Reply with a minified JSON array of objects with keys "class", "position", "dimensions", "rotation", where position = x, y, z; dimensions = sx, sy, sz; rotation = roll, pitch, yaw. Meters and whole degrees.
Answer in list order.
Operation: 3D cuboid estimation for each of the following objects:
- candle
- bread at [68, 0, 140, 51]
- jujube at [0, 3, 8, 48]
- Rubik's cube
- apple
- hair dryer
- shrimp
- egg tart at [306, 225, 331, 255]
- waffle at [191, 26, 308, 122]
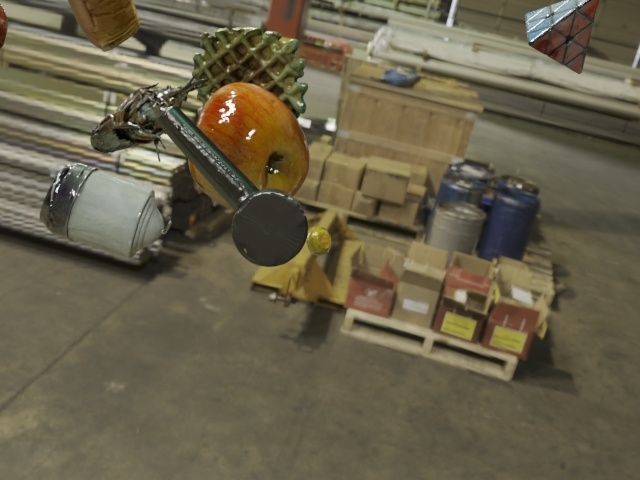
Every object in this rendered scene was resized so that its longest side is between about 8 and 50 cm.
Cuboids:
[{"class":"candle","position":[-0.585,-0.072,1.999],"dimensions":[0.343,0.221,0.221],"rotation":[21,20,-6]},{"class":"bread","position":[-0.436,-0.505,1.368],"dimensions":[0.120,0.288,0.152],"rotation":[-20,69,-7]},{"class":"jujube","position":[-0.762,-0.413,1.466],"dimensions":[0.174,0.251,0.174],"rotation":[50,15,-18]},{"class":"Rubik's cube","position":[0.547,-0.532,1.770],"dimensions":[0.191,0.211,0.178],"rotation":[-13,37,-24]},{"class":"apple","position":[-0.157,-0.206,1.676],"dimensions":[0.302,0.301,0.301],"rotation":[11,21,-4]},{"class":"hair dryer","position":[-0.144,-0.099,1.151],"dimensions":[0.302,0.116,0.244],"rotation":[49,0,-8]},{"class":"shrimp","position":[-0.430,-0.303,1.832],"dimensions":[0.372,0.172,0.137],"rotation":[-15,37,27]},{"class":"egg tart","position":[0.000,0.000,2.243],"dimensions":[0.105,0.105,0.039],"rotation":[-7,-2,-42]},{"class":"waffle","position":[-0.180,-0.395,1.813],"dimensions":[0.310,0.291,0.056],"rotation":[9,29,11]}]
